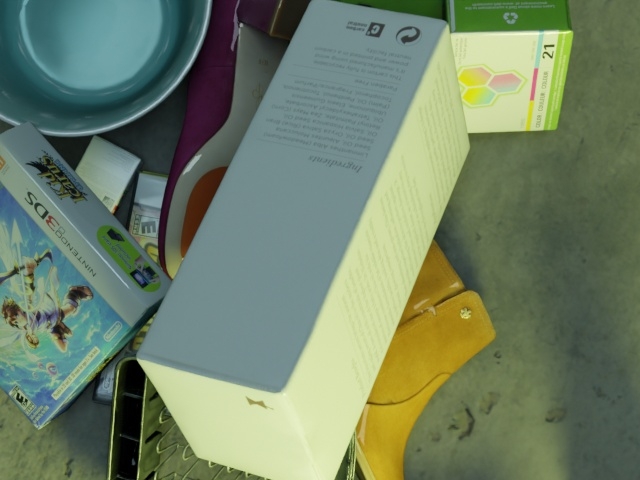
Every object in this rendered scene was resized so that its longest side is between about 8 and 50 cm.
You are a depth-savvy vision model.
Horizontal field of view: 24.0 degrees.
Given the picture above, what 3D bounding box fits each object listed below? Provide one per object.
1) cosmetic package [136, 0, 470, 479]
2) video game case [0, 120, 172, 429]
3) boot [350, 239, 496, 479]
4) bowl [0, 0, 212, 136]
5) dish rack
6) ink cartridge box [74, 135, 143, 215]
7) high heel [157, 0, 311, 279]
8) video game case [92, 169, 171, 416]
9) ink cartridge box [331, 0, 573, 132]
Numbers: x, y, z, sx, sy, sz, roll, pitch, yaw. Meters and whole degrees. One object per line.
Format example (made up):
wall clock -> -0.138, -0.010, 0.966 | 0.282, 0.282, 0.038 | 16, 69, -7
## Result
cosmetic package -> 0.000, 0.000, 1.551 | 0.162, 0.230, 0.453 | 13, 60, 20
video game case -> -0.316, 0.044, 1.653 | 0.244, 0.061, 0.269 | 48, 128, 5
boot -> 0.109, 0.160, 1.696 | 0.211, 0.104, 0.295 | -24, 94, -10
bowl -> -0.268, -0.261, 1.699 | 0.312, 0.163, 0.311 | 0, 86, 1
dish rack -> -0.097, 0.237, 1.656 | 0.272, 0.074, 0.208 | 12, 108, 18
ink cartridge box -> -0.261, -0.058, 1.752 | 0.063, 0.029, 0.115 | 28, 88, 3
high heel -> -0.113, -0.142, 1.723 | 0.127, 0.181, 0.377 | 24, 93, -34
video game case -> -0.115, 0.074, 1.736 | 0.248, 0.035, 0.274 | 10, 86, 2
ink cartridge box -> 0.138, -0.206, 1.665 | 0.255, 0.188, 0.097 | -3, 60, 1
